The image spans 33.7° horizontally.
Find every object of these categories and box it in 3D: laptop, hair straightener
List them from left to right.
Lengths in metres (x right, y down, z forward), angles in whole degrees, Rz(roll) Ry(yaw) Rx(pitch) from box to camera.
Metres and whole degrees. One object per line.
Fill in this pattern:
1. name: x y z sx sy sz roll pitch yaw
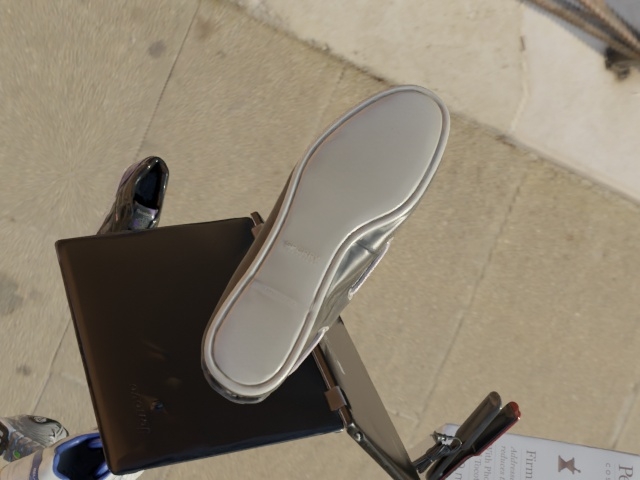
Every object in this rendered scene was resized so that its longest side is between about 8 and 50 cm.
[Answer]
1. laptop: -0.097 0.172 1.365 0.236 0.382 0.408 -32 137 6
2. hair straightener: 0.186 0.302 1.567 0.089 0.047 0.230 33 116 -28

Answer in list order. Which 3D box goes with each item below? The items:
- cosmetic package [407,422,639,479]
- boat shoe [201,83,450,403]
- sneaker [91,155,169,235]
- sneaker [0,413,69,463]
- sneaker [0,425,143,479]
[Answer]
1. cosmetic package: 0.365 0.564 2.016 0.394 0.327 0.329 10 67 -6
2. boat shoe: 0.000 0.000 0.966 0.112 0.095 0.335 34 74 3
3. sneaker: -0.341 -0.019 1.868 0.107 0.124 0.283 18 75 -21
4. sneaker: -0.475 0.374 1.863 0.229 0.132 0.086 38 113 23
5. sneaker: -0.318 0.323 1.530 0.131 0.296 0.112 -29 84 30
